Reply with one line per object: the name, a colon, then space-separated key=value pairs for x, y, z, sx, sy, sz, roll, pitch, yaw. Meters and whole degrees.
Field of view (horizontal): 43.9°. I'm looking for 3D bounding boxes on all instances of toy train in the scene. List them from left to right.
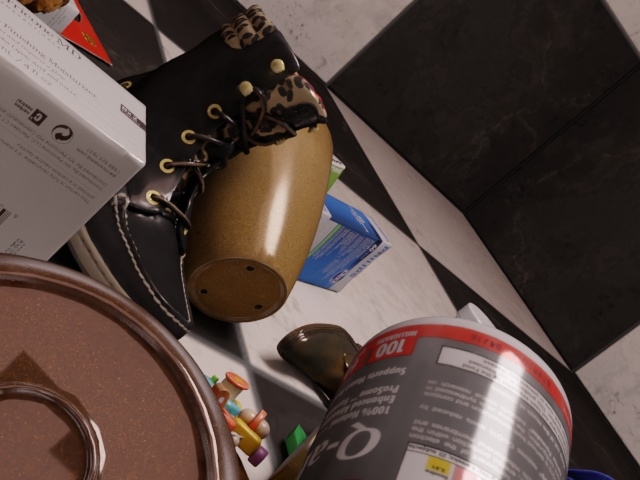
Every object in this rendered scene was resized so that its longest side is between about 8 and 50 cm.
toy train: x=-0.096 y=0.145 z=0.744 sx=0.125 sy=0.046 sz=0.166 roll=47 pitch=-7 yaw=-23

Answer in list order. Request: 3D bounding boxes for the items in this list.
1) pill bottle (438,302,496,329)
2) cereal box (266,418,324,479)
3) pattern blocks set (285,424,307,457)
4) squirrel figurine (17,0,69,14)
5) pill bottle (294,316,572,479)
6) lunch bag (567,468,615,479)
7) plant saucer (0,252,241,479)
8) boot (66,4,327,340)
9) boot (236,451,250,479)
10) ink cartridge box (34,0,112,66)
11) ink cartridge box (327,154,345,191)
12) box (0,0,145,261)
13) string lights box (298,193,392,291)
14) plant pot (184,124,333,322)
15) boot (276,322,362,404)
pill bottle: x=0.202 y=0.188 z=1.311 sx=0.108 sy=0.180 sz=0.108 roll=44 pitch=16 yaw=-16
cereal box: x=0.044 y=0.270 z=0.826 sx=0.173 sy=0.047 sz=0.240 roll=50 pitch=15 yaw=8
pattern blocks set: x=0.079 y=0.336 z=0.902 sx=0.325 sy=0.026 sz=0.285 roll=42 pitch=16 yaw=-21
squirrel figurine: x=-0.436 y=-0.384 z=0.808 sx=0.397 sy=0.281 sz=0.370 roll=49 pitch=21 yaw=11
pill bottle: x=0.067 y=0.240 z=0.598 sx=0.210 sy=0.210 sz=0.363 roll=46 pitch=37 yaw=-10
lunch bag: x=0.283 y=0.434 z=0.816 sx=0.327 sy=0.239 sz=0.385 roll=61 pitch=9 yaw=3
plant saucer: x=-0.172 y=0.127 z=0.438 sx=0.311 sy=0.050 sz=0.310 roll=22 pitch=45 yaw=-23
boot: x=-0.128 y=-0.088 z=0.849 sx=0.138 sy=0.284 sz=0.377 roll=58 pitch=3 yaw=-47
boot: x=-0.134 y=0.165 z=0.614 sx=0.264 sy=0.096 sz=0.280 roll=53 pitch=13 yaw=27
ink cartridge box: x=-0.445 y=-0.425 z=1.264 sx=0.239 sy=0.060 sz=0.275 roll=23 pitch=29 yaw=-55
ink cartridge box: x=-0.033 y=-0.120 z=1.465 sx=0.189 sy=0.097 sz=0.255 roll=15 pitch=25 yaw=-49
box: x=-0.272 y=-0.084 z=0.668 sx=0.181 sy=0.182 sz=0.119 roll=39 pitch=19 yaw=-31
string lights box: x=0.000 y=0.000 z=1.303 sx=0.076 sy=0.133 sz=0.260 roll=56 pitch=16 yaw=27
plant pot: x=-0.099 y=-0.029 z=1.003 sx=0.237 sy=0.237 sz=0.254 roll=38 pitch=34 yaw=-34
boot: x=0.030 y=0.180 z=1.049 sx=0.219 sy=0.082 sz=0.106 roll=31 pitch=21 yaw=-53
